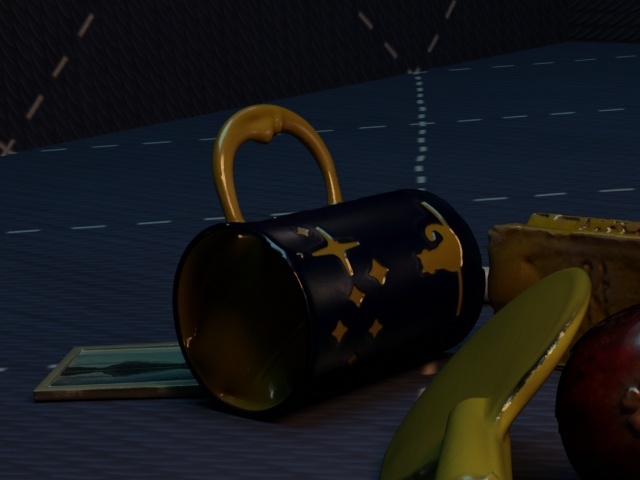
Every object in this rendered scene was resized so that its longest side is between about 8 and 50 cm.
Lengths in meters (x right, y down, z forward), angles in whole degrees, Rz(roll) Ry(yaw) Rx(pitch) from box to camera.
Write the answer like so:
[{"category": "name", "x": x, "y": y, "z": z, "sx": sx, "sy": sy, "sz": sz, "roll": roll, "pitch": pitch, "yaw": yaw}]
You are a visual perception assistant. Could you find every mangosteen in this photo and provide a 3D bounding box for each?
[{"category": "mangosteen", "x": 0.254, "y": 0.117, "z": 1.385, "sx": 0.166, "sy": 0.166, "sz": 0.180, "roll": -3, "pitch": 3, "yaw": 9}]

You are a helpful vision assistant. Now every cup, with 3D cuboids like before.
[{"category": "cup", "x": 0.016, "y": 0.008, "z": 1.742, "sx": 0.178, "sy": 0.255, "sz": 0.256, "roll": 14, "pitch": 20, "yaw": 42}]

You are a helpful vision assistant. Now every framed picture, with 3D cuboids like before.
[{"category": "framed picture", "x": -0.160, "y": 0.124, "z": 1.833, "sx": 0.203, "sy": 0.015, "sz": 0.150, "roll": -3, "pitch": 13, "yaw": 10}]

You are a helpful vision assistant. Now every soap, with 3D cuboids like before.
[{"category": "soap", "x": 0.261, "y": 0.052, "z": 1.725, "sx": 0.233, "sy": 0.135, "sz": 0.076, "roll": 7, "pitch": 17, "yaw": 43}]

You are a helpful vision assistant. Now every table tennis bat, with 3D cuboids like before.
[{"category": "table tennis bat", "x": 0.119, "y": 0.127, "z": 1.385, "sx": 0.224, "sy": 0.054, "sz": 0.369, "roll": -46, "pitch": 6, "yaw": 16}]

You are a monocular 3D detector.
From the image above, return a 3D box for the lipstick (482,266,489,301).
[{"category": "lipstick", "x": 0.134, "y": 0.046, "z": 2.032, "sx": 0.130, "sy": 0.038, "sz": 0.038, "roll": 2, "pitch": 13, "yaw": 24}]
